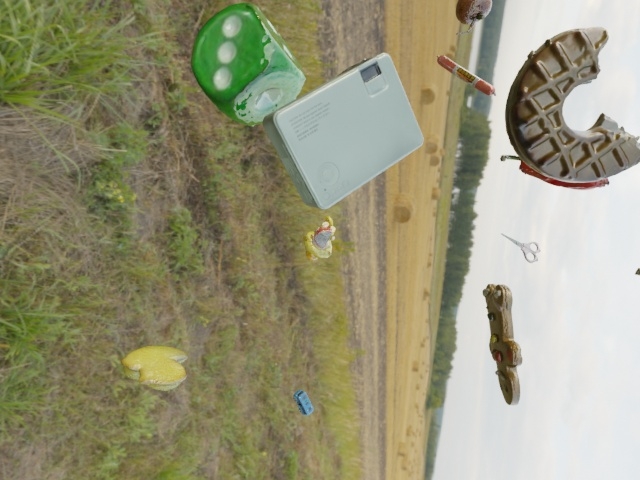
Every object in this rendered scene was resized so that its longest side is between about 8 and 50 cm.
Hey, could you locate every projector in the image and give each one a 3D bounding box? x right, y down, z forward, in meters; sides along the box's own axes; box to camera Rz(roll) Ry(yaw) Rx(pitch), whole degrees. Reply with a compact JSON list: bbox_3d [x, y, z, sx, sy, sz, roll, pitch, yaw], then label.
[{"bbox_3d":[0.043,-0.202,0.801,0.256,0.099,0.192,-35,112,-16],"label":"projector"}]

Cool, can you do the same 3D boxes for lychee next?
[{"bbox_3d":[0.467,-0.709,1.335,0.101,0.114,0.140,-54,138,-73],"label":"lychee"}]

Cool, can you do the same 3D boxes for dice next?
[{"bbox_3d":[-0.249,-0.610,1.528,0.300,0.297,0.287,60,20,14],"label":"dice"}]

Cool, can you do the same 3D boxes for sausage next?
[{"bbox_3d":[0.455,-0.518,1.359,0.034,0.253,0.034,-31,149,-21],"label":"sausage"}]

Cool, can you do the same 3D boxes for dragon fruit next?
[{"bbox_3d":[0.004,-0.021,1.647,0.056,0.060,0.083,-91,-156,-54],"label":"dragon fruit"}]

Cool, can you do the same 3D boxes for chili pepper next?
[{"bbox_3d":[0.879,-0.271,1.639,0.110,0.387,0.110,-30,136,-33],"label":"chili pepper"}]

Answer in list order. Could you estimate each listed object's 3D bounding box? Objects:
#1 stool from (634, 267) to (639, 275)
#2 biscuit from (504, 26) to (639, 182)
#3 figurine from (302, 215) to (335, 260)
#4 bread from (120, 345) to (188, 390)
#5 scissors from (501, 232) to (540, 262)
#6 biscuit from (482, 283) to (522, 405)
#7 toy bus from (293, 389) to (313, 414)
[{"bbox_3d":[0.992,0.074,1.237,0.217,0.121,0.125,-31,141,-49],"label":"stool"},{"bbox_3d":[0.598,-0.304,1.053,0.366,0.268,0.115,59,15,-9],"label":"biscuit"},{"bbox_3d":[0.000,0.000,1.951,0.131,0.156,0.246,-55,-179,-38],"label":"figurine"},{"bbox_3d":[-0.391,0.319,1.063,0.065,0.149,0.187,-69,165,6],"label":"bread"},{"bbox_3d":[0.839,0.019,1.820,0.100,0.189,0.015,-61,-179,-19],"label":"scissors"},{"bbox_3d":[0.649,0.372,1.564,0.283,0.064,0.432,44,43,-80],"label":"biscuit"},{"bbox_3d":[-0.060,0.573,1.531,0.038,0.046,0.083,-31,101,-39],"label":"toy bus"}]
